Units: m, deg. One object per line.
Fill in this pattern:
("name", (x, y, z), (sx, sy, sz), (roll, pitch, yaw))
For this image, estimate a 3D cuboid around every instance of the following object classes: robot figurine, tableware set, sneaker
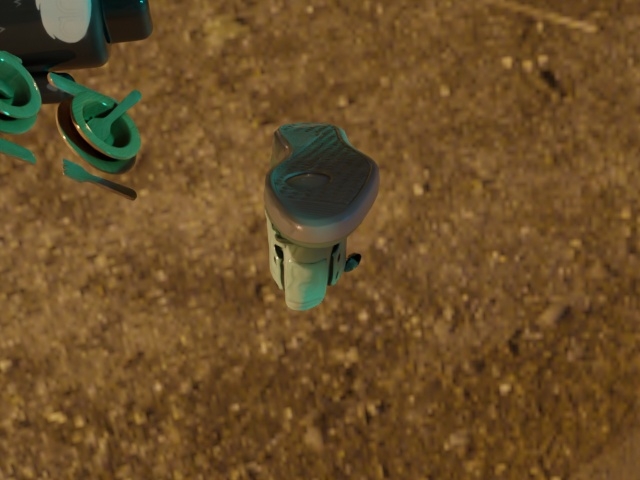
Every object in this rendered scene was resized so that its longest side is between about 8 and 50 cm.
("robot figurine", (-0.338, -0.278, 1.731), (0.278, 0.173, 0.209), (-5, 36, -3))
("tableware set", (-0.231, -0.118, 1.291), (0.039, 0.194, 0.128), (-41, 47, 30))
("sneaker", (0.000, 0.000, 1.251), (0.094, 0.151, 0.256), (-2, 17, -2))
